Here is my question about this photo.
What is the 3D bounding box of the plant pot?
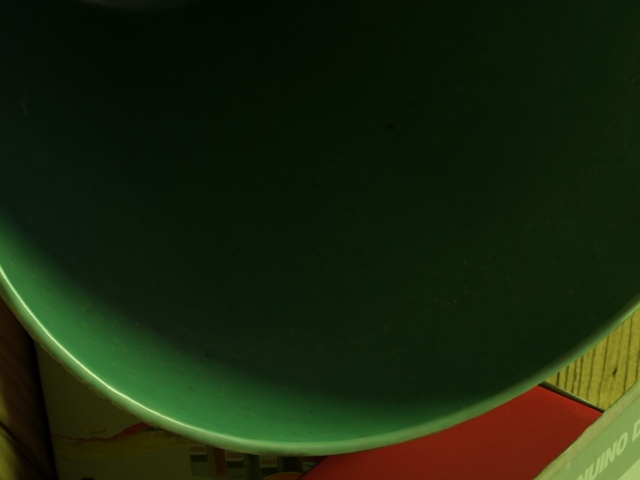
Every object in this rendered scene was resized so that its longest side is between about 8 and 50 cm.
[{"bbox_3d":[-0.012,-0.107,0.518,0.195,0.290,0.290,39,-42,50],"label":"plant pot"}]

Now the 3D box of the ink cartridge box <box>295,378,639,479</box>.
[{"bbox_3d":[0.012,0.181,0.611,0.309,0.130,0.272,-33,133,-41],"label":"ink cartridge box"}]

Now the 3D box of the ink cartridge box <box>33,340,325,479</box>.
[{"bbox_3d":[-0.043,0.040,0.720,0.127,0.128,0.176,-79,169,-54],"label":"ink cartridge box"}]
